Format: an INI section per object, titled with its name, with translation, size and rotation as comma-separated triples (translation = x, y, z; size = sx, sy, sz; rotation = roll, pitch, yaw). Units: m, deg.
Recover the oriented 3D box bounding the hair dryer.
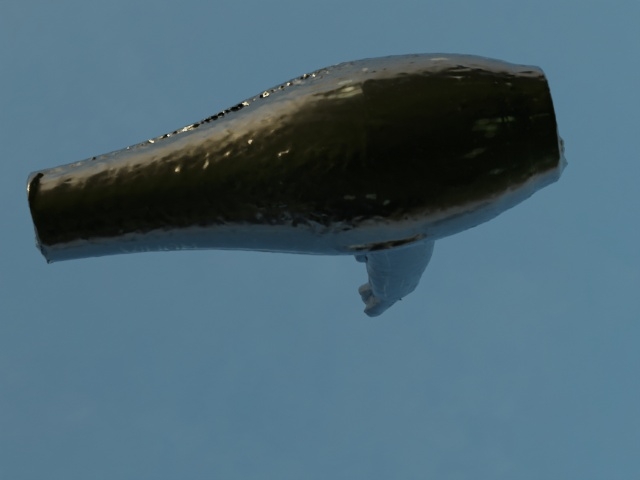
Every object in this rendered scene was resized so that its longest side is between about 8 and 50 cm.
[hair dryer]
translation = 0.000, 0.000, 0.677
size = 0.196, 0.219, 0.075
rotation = -11, -111, 3
